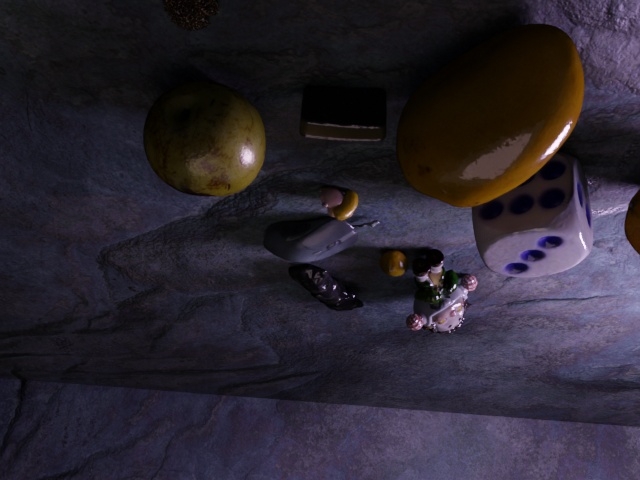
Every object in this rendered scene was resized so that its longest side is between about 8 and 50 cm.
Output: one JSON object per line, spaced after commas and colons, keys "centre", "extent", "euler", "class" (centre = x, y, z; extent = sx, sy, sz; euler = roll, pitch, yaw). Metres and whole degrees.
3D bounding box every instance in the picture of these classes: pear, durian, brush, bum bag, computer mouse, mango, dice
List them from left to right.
{"centre": [-0.264, -0.462, 1.397], "extent": [0.110, 0.071, 0.140], "euler": [-9, 143, 20], "class": "durian"}
{"centre": [-0.258, -0.222, 1.618], "extent": [0.283, 0.284, 0.284], "euler": [3, 150, 2], "class": "pear"}
{"centre": [0.000, 0.000, 2.140], "extent": [0.379, 0.090, 0.167], "euler": [-13, 147, 24], "class": "computer mouse"}
{"centre": [0.027, 0.169, 2.420], "extent": [0.144, 0.095, 0.340], "euler": [1, 152, 35], "class": "bum bag"}
{"centre": [0.053, -0.287, 1.602], "extent": [0.197, 0.123, 0.059], "euler": [2, 146, 1], "class": "brush"}
{"centre": [0.349, -0.255, 1.487], "extent": [0.445, 0.300, 0.232], "euler": [-43, 168, 33], "class": "mango"}
{"centre": [0.541, -0.064, 1.817], "extent": [0.259, 0.243, 0.251], "euler": [-9, 148, 27], "class": "dice"}

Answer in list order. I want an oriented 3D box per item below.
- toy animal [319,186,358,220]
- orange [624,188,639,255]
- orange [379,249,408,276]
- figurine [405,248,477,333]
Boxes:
{"centre": [0.044, -0.094, 1.976], "extent": [0.114, 0.091, 0.082], "euler": [11, 163, -14], "class": "toy animal"}
{"centre": [0.900, -0.048, 1.788], "extent": [0.264, 0.264, 0.264], "euler": [3, 150, 2], "class": "orange"}
{"centre": [0.233, 0.073, 2.238], "extent": [0.095, 0.085, 0.085], "euler": [26, 143, -29], "class": "orange"}
{"centre": [0.378, 0.175, 2.326], "extent": [0.281, 0.167, 0.370], "euler": [-34, 138, -9], "class": "figurine"}
